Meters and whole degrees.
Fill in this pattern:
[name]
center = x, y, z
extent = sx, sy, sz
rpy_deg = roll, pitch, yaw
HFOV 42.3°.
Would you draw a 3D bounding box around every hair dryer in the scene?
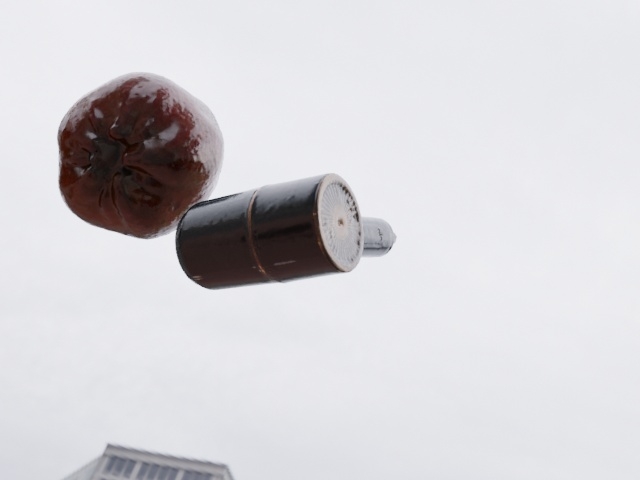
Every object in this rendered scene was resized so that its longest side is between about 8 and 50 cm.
[hair dryer]
center = 0.000, 0.000, 0.993
extent = 0.189, 0.107, 0.352
rpy_deg = -9, -7, 28

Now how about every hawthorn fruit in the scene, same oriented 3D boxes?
[hawthorn fruit]
center = -0.228, -0.118, 1.133
extent = 0.224, 0.261, 0.224
rpy_deg = 3, -77, 15
